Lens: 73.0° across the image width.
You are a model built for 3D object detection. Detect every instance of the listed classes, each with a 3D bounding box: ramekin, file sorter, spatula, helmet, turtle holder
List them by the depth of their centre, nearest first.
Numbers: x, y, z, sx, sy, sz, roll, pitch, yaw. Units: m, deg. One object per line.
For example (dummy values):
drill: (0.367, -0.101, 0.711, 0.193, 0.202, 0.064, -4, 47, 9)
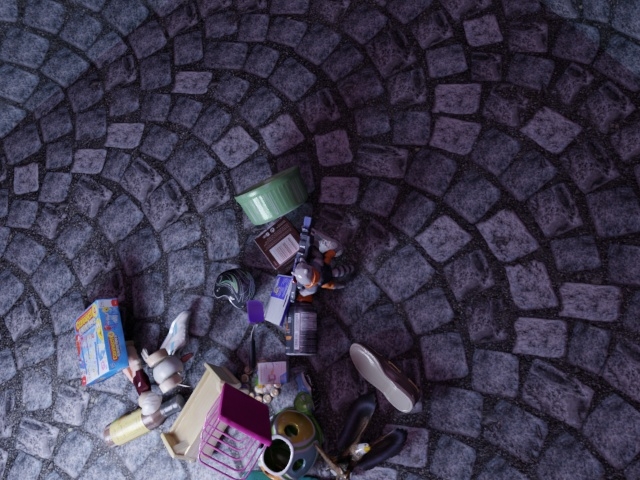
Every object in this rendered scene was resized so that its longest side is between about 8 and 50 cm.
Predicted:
file sorter: (-0.315, 0.692, 1.571, 0.202, 0.290, 0.182, 33, 87, -9)
turtle holder: (-0.102, 0.754, 1.631, 0.320, 0.227, 0.243, -40, 73, 5)
spatula: (-0.280, 0.401, 1.825, 0.030, 0.084, 0.296, 5, 91, 46)
ramekin: (-0.199, -0.189, 1.854, 0.303, 0.303, 0.148, -26, 104, 4)
helmet: (-0.358, 0.205, 1.860, 0.161, 0.169, 0.169, 3, 77, 29)

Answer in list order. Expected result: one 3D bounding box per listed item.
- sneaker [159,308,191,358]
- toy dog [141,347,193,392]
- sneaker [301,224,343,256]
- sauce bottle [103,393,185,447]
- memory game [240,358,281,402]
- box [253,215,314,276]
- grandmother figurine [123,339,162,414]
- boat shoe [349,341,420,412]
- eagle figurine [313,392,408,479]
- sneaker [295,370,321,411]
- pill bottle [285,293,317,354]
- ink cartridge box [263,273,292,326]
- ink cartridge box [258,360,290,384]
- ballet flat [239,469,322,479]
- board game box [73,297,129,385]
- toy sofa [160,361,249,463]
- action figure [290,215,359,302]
sneaker: (-0.616, 0.414, 1.905, 0.092, 0.087, 0.229, 24, 89, 9)
toy dog: (-0.603, 0.520, 1.768, 0.161, 0.333, 0.220, -26, 97, -27)
sneaker: (0.000, 0.000, 1.875, 0.212, 0.094, 0.080, 30, 82, 16)
sauce bottle: (-0.737, 0.755, 1.828, 0.344, 0.111, 0.111, -26, 73, 2)
memory game: (-0.250, 0.594, 1.821, 0.186, 0.012, 0.186, -3, 76, 10)
box: (-0.147, 0.028, 1.839, 0.168, 0.203, 0.167, -39, 73, -1)
grandmother figurine: (-0.763, 0.588, 1.821, 0.104, 0.208, 0.342, -28, 49, -23)
boat shoe: (0.252, 0.519, 1.698, 0.324, 0.096, 0.117, 43, 128, 21)
eagle figurine: (0.156, 0.768, 1.630, 0.298, 0.225, 0.226, -34, 113, -35)
sneaker: (-0.054, 0.618, 1.762, 0.073, 0.063, 0.162, -31, 73, 26)
pill bottle: (-0.077, 0.346, 1.787, 0.130, 0.130, 0.246, -2, 76, 11)
ink cartridge box: (-0.159, 0.248, 1.799, 0.045, 0.208, 0.206, 23, 80, -22)
ink cartridge box: (-0.193, 0.547, 1.787, 0.122, 0.052, 0.089, -7, 76, 10)
ballet flat: (-0.116, 0.980, 1.657, 0.409, 0.147, 0.147, 5, 77, 15)
board game box: (-0.959, 0.443, 1.879, 0.308, 0.086, 0.302, -32, 69, 37)
toy sofa: (-0.471, 0.705, 1.778, 0.150, 0.177, 0.362, 24, 81, 47)
action figure: (0.006, 0.082, 1.688, 0.178, 0.330, 0.341, 14, 104, 29)
